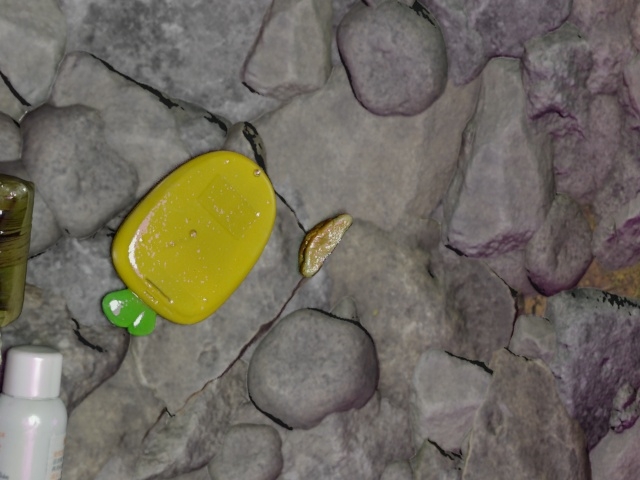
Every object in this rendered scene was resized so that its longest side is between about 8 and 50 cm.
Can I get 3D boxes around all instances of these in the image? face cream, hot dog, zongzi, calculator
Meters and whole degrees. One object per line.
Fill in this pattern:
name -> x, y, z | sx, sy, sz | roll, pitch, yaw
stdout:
face cream -> -0.303, 0.239, 1.193 | 0.082, 0.082, 0.269 | 5, 91, -27
hot dog -> 0.000, 0.000, 1.350 | 0.034, 0.030, 0.090 | 39, 77, -15
zongzi -> -0.378, 0.016, 1.156 | 0.178, 0.081, 0.189 | 8, 105, -6
calculator -> -0.141, 0.006, 1.279 | 0.146, 0.032, 0.235 | 45, 73, -22
